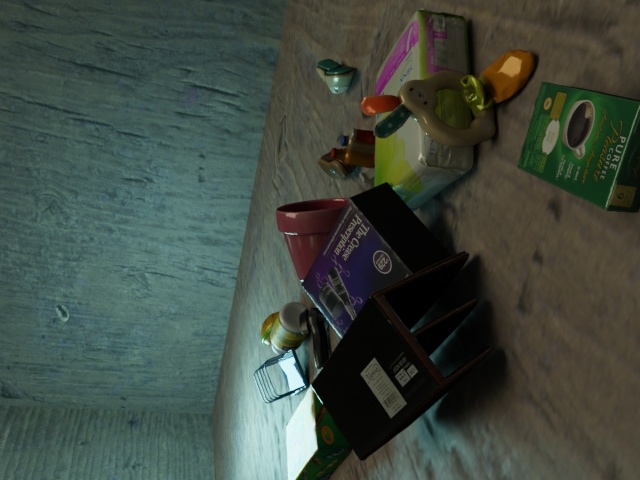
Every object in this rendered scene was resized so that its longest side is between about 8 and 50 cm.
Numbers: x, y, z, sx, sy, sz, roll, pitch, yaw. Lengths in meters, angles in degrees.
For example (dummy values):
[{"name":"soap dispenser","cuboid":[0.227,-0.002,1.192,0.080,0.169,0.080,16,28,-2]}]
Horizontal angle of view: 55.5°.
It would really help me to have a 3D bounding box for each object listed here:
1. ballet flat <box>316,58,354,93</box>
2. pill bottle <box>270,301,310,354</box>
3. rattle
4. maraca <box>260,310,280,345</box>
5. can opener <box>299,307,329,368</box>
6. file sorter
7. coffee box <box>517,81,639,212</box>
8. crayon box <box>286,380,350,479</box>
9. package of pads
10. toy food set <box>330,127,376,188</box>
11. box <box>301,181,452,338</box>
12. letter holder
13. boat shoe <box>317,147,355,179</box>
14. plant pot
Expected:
[{"name":"ballet flat","cuboid":[0.047,-0.456,1.712,0.248,0.086,0.086,-113,33,-64]},{"name":"pill bottle","cuboid":[-0.093,0.271,1.826,0.184,0.103,0.103,114,157,-49]},{"name":"rattle","cuboid":[0.175,-0.206,0.859,0.142,0.199,0.130,171,105,-74]},{"name":"maraca","cuboid":[-0.130,0.274,1.961,0.099,0.127,0.186,45,133,14]},{"name":"can opener","cuboid":[-0.004,0.259,1.608,0.073,0.059,0.186,-39,50,31]},{"name":"file sorter","cuboid":[-0.122,0.408,1.804,0.118,0.104,0.170,66,155,14]},{"name":"coffee box","cuboid":[0.295,-0.110,0.678,0.184,0.040,0.113,-122,40,-67]},{"name":"crayon box","cuboid":[-0.013,0.480,1.478,0.279,0.081,0.166,113,158,-47]},{"name":"package of pads","cuboid":[0.174,-0.220,1.063,0.229,0.101,0.297,135,139,-69]},{"name":"toy food set","cuboid":[0.100,-0.176,1.306,0.232,0.104,0.111,-111,31,-60]},{"name":"box","cuboid":[0.090,0.059,1.066,0.184,0.103,0.261,49,140,19]},{"name":"letter holder","cuboid":[0.147,0.180,0.947,0.152,0.214,0.302,53,145,21]},{"name":"boat shoe","cuboid":[0.052,-0.204,1.589,0.073,0.073,0.207,-46,18,-6]},{"name":"plant pot","cuboid":[0.000,0.000,1.473,0.201,0.201,0.180,-143,45,-73]}]
